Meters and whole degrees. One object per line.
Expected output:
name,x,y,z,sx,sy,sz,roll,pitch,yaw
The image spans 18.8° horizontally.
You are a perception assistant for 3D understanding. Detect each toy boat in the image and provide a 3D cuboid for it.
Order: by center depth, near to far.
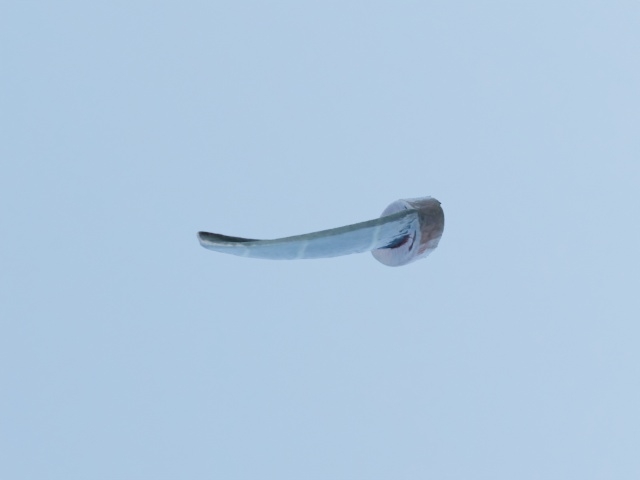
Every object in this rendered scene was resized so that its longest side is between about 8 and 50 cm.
toy boat,-0.001,0.000,1.031,0.122,0.096,0.034,-6,-100,-16
